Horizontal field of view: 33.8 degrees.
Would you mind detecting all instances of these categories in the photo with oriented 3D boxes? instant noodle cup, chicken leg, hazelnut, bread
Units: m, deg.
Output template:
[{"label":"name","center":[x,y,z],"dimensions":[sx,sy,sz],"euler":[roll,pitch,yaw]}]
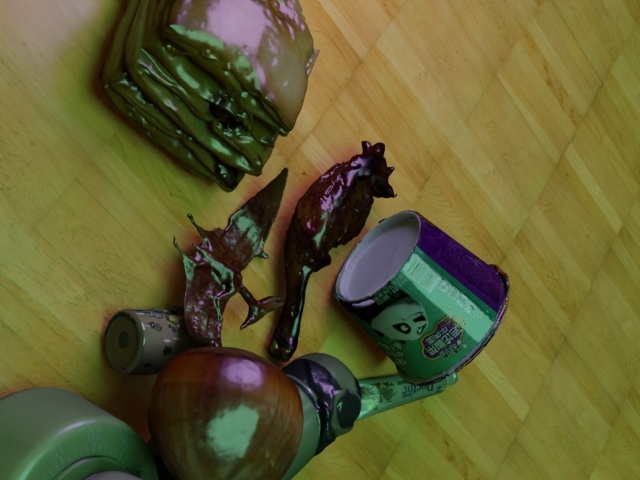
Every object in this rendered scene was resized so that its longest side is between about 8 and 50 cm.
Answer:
[{"label":"instant noodle cup","center":[0.155,0.082,1.720],"dimensions":[0.190,0.251,0.251],"euler":[42,62,-22]},{"label":"chicken leg","center":[0.000,0.000,1.684],"dimensions":[0.407,0.096,0.158],"euler":[-63,143,-20]},{"label":"hazelnut","center":[-0.119,0.232,1.329],"dimensions":[0.214,0.176,0.214],"euler":[24,45,-26]},{"label":"bread","center":[-0.126,-0.296,1.521],"dimensions":[0.314,0.191,0.370],"euler":[38,63,-32]}]

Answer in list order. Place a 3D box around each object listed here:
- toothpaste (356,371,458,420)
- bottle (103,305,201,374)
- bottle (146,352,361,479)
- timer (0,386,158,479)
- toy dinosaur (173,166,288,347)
[{"label":"toothpaste","center":[0.144,0.259,1.827],"dimensions":[0.255,0.037,0.067],"euler":[-6,92,-37]},{"label":"bottle","center":[-0.222,0.143,1.486],"dimensions":[0.152,0.099,0.099],"euler":[6,84,-47]},{"label":"bottle","center":[-0.084,0.284,1.545],"dimensions":[0.347,0.168,0.168],"euler":[-28,106,-40]},{"label":"timer","center":[-0.264,0.346,1.255],"dimensions":[0.291,0.315,0.291],"euler":[-12,105,-50]},{"label":"toy dinosaur","center":[-0.122,0.043,1.511],"dimensions":[0.327,0.113,0.206],"euler":[-32,97,-56]}]
